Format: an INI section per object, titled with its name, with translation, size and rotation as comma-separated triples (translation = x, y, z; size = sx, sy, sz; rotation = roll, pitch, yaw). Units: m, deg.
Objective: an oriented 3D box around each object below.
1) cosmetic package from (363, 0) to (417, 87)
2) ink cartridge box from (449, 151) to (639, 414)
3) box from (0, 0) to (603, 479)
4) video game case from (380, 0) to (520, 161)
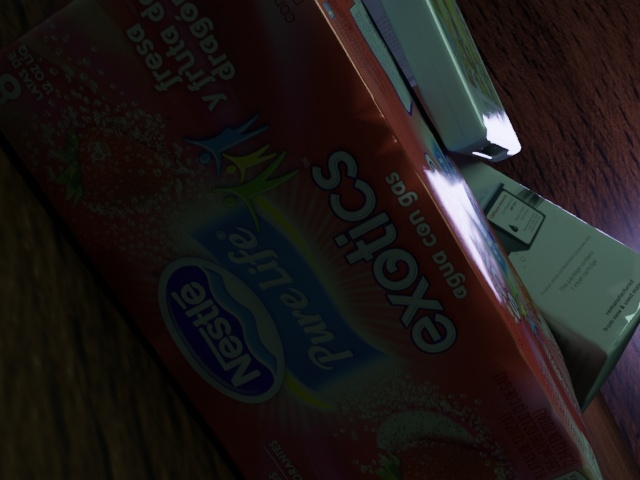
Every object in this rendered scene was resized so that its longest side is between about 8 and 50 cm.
[cosmetic package]
translation = -0.040, -0.270, 0.739
size = 0.230, 0.162, 0.453
rotation = 65, 17, 14
[ink cartridge box]
translation = 0.112, 0.031, 0.604
size = 0.191, 0.082, 0.139
rotation = 32, -29, 21
[box]
translation = 0.000, 0.000, 0.436
size = 0.300, 0.142, 0.154
rotation = 58, 16, -14
[video game case]
translation = 0.058, -0.156, 0.540
size = 0.227, 0.026, 0.206
rotation = 66, 17, 4
